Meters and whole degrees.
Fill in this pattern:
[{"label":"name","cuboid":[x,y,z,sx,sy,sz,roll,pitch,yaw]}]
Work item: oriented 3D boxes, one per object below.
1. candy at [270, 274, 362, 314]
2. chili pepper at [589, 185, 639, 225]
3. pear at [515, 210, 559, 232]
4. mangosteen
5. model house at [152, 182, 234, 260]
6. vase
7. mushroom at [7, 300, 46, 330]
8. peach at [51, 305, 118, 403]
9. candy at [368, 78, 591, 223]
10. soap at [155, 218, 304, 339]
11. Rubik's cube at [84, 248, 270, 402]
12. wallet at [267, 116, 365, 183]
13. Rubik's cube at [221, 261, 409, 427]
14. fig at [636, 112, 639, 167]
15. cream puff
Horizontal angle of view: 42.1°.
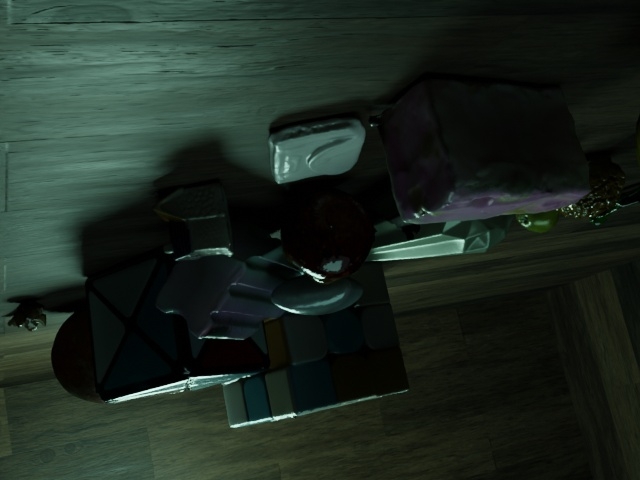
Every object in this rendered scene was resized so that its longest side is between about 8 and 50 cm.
[{"label":"candy","cuboid":[-0.003,0.093,1.437,0.138,0.071,0.174,-8,173,10]},{"label":"chili pepper","cuboid":[0.676,-0.084,1.900,0.073,0.050,0.182,3,160,-29]},{"label":"pear","cuboid":[0.443,-0.057,1.698,0.097,0.092,0.092,-10,168,-12]},{"label":"mangosteen","cuboid":[0.011,-0.001,1.327,0.146,0.155,0.181,4,152,3]},{"label":"model house","cuboid":[-0.179,-0.021,1.182,0.100,0.100,0.088,-10,170,-3]},{"label":"vase","cuboid":[0.145,-0.031,1.378,0.165,0.165,0.360,-3,170,-38]},{"label":"mushroom","cuboid":[-0.618,0.166,1.738,0.060,0.061,0.187,-12,174,-30]},{"label":"peach","cuboid":[-0.481,0.253,1.868,0.253,0.252,0.252,-12,168,-2]},{"label":"candy","cuboid":[0.204,-0.107,1.032,0.265,0.155,0.116,-4,163,-37]},{"label":"soap","cuboid":[-0.135,0.068,1.433,0.192,0.109,0.324,-57,163,2]},{"label":"Rubik's cube","cuboid":[-0.275,0.161,1.593,0.247,0.248,0.250,-21,165,32]},{"label":"wallet","cuboid":[-0.006,-0.114,1.090,0.124,0.031,0.183,-9,169,-4]},{"label":"Rubik's cube","cuboid":[-0.037,0.259,2.078,0.347,0.344,0.347,-3,166,-37]},{"label":"fig","cuboid":[0.540,-0.107,0.931,0.344,0.343,0.343,-12,168,-2]},{"label":"cream puff","cuboid":[0.484,-0.094,1.515,0.144,0.103,0.126,-23,164,20]}]
